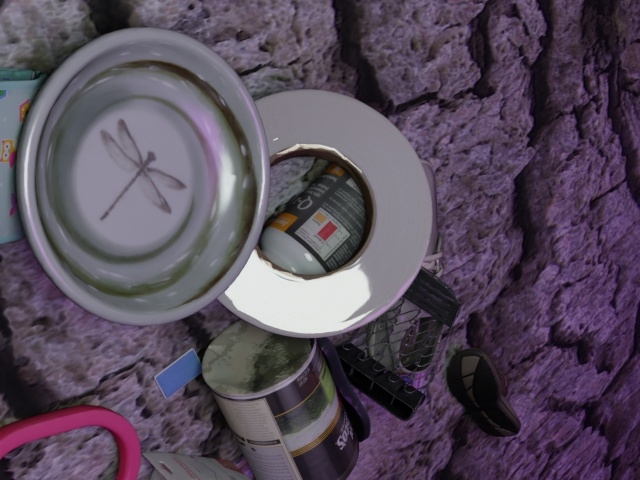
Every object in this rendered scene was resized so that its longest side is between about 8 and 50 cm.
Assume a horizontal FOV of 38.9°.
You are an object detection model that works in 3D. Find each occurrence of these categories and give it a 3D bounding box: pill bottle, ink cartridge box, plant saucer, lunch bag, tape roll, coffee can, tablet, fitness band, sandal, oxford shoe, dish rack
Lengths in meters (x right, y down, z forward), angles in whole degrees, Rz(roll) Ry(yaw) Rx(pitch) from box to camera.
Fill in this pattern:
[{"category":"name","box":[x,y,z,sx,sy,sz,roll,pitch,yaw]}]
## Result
[{"category":"pill bottle","box":[0.000,0.000,1.537,0.278,0.162,0.162,-45,130,-19]},{"category":"ink cartridge box","box":[-0.213,0.423,1.557,0.198,0.115,0.067,21,93,-42]},{"category":"plant saucer","box":[-0.246,-0.086,1.246,0.400,0.100,0.401,-6,99,-45]},{"category":"lunch bag","box":[-0.449,-0.102,1.112,0.262,0.160,0.224,-18,119,-55]},{"category":"tape roll","box":[-0.021,-0.041,1.413,0.391,0.072,0.392,1,85,-7]},{"category":"coffee can","box":[-0.065,0.288,1.570,0.201,0.201,0.275,-37,127,-24]},{"category":"tablet","box":[-0.239,0.224,1.530,0.083,0.006,0.054,-37,127,-25]},{"category":"fitness band","box":[-0.405,0.366,1.386,0.290,0.054,0.209,-10,102,-41]},{"category":"sandal","box":[0.370,0.334,2.039,0.303,0.120,0.086,60,39,-40]},{"category":"sandal","box":[0.019,0.284,1.721,0.054,0.097,0.255,-38,117,-25]},{"category":"oxford shoe","box":[0.181,0.061,1.742,0.169,0.130,0.450,-10,112,-36]},{"category":"dish rack","box":[0.138,0.168,1.667,0.074,0.208,0.272,-22,137,-51]}]

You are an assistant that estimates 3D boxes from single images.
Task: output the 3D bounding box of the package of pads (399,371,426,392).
[{"category":"package of pads","box":[0.188,0.301,1.893,0.032,0.050,0.083,-3,109,-45]}]
